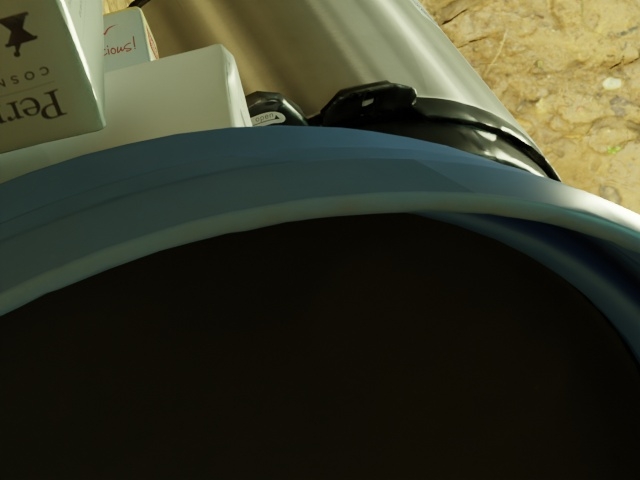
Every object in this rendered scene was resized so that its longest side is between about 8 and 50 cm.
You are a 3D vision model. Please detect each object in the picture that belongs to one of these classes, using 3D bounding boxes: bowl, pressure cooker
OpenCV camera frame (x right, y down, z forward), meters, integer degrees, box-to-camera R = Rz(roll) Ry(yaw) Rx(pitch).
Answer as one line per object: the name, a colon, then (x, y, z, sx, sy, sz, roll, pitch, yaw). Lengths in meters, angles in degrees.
bowl: (-0.027, 0.144, 0.474, 0.077, 0.391, 0.391, -127, -162, -54)
pressure cooker: (0.004, -0.005, 1.313, 0.420, 0.370, 0.375, 58, -41, 46)

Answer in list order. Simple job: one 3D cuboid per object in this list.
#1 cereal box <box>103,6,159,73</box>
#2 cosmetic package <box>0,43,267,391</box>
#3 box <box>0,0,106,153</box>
cereal box: (-0.148, 0.011, 0.814, 0.047, 0.173, 0.240, 71, 6, -65)
cosmetic package: (-0.117, 0.060, 0.598, 0.224, 0.224, 0.138, -100, 175, -58)
box: (-0.182, -0.115, 0.615, 0.182, 0.181, 0.119, -102, 176, -51)
